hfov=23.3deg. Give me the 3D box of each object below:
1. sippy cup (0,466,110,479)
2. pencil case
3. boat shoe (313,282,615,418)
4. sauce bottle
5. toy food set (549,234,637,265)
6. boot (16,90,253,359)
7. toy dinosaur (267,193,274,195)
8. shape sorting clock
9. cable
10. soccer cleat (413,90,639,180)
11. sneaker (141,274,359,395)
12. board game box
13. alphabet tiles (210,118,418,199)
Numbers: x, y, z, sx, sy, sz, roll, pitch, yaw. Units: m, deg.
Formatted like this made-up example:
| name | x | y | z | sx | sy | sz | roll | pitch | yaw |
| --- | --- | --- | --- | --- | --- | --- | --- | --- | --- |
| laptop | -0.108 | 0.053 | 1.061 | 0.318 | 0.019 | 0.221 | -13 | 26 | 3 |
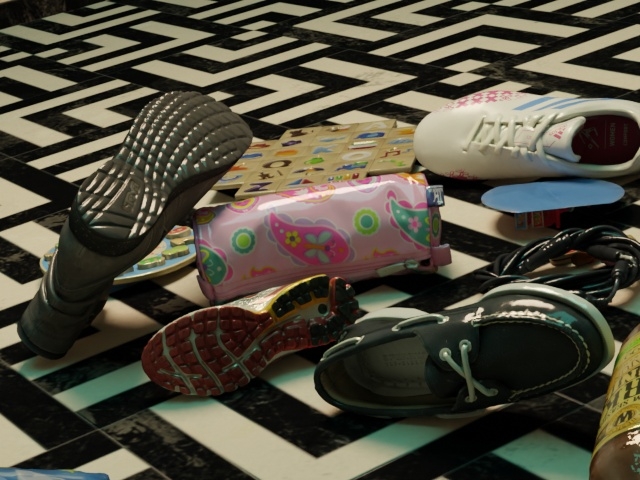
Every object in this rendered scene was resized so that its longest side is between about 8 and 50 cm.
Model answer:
| name | x | y | z | sx | sy | sz | roll | pitch | yaw |
| --- | --- | --- | --- | --- | --- | --- | --- | --- | --- |
| sippy cup | -0.246 | 0.252 | 1.070 | 0.224 | 0.240 | 0.305 | -4 | 57 | -16 |
| pencil case | 0.000 | 0.000 | 1.745 | 0.284 | 0.124 | 0.124 | -8 | 20 | 1 |
| boat shoe | 0.121 | 0.112 | 1.392 | 0.302 | 0.114 | 0.091 | -16 | 15 | 46 |
| sauce bottle | 0.265 | 0.168 | 1.190 | 0.111 | 0.111 | 0.344 | -3 | 21 | 17 |
| toy food set | 0.306 | 0.009 | 1.723 | 0.122 | 0.019 | 0.078 | -3 | 21 | 17 |
| boot | -0.218 | -0.024 | 1.751 | 0.118 | 0.222 | 0.338 | 39 | 38 | 6 |
| toy dinosaur | -0.039 | -0.025 | 1.917 | 0.118 | 0.064 | 0.268 | -14 | 16 | 9 |
| shape sorting clock | -0.245 | 0.013 | 1.928 | 0.206 | 0.040 | 0.206 | -8 | 21 | 3 |
| cable | 0.251 | 0.025 | 1.649 | 0.184 | 0.047 | 0.150 | -2 | 29 | 32 |
| soccer cleat | 0.269 | -0.134 | 1.955 | 0.331 | 0.116 | 0.143 | -1 | 4 | 17 |
| sneaker | -0.074 | 0.100 | 1.591 | 0.225 | 0.088 | 0.093 | -16 | 1 | -17 |
| board game box | 0.276 | -0.040 | 1.853 | 0.169 | 0.033 | 0.133 | -6 | 15 | -5 |
| alphabet tiles | 0.001 | -0.117 | 2.177 | 0.285 | 0.011 | 0.342 | -5 | 17 | 13 |
